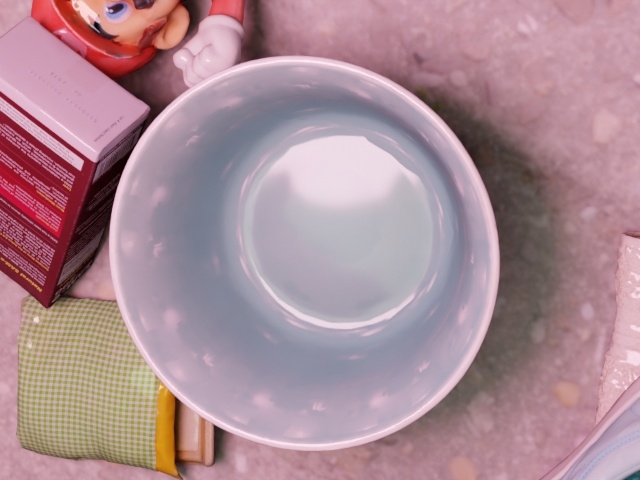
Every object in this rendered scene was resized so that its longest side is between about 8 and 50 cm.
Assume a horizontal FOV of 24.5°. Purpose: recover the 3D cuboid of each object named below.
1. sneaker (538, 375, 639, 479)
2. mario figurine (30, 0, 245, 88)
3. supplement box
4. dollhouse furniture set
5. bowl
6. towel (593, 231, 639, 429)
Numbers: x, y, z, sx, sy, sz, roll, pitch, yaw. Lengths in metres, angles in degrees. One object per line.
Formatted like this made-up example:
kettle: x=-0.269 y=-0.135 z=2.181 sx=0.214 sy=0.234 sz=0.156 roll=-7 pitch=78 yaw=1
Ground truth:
sneaker: x=0.213 y=0.256 z=1.184 sx=0.135 sy=0.150 sz=0.366 roll=29 pitch=118 yaw=7
mario figurine: x=-0.111 y=-0.252 z=1.186 sx=0.320 sy=0.170 sz=0.198 roll=-44 pitch=53 yaw=9
supplement box: x=-0.238 y=-0.059 z=1.242 sx=0.130 sy=0.073 sz=0.239 roll=38 pitch=141 yaw=5
dollhouse furniture set: x=-0.197 y=0.207 z=1.299 sx=0.197 sy=0.151 sz=0.302 roll=3 pitch=100 yaw=13
bowl: x=0.000 y=0.000 z=1.210 sx=0.311 sy=0.163 sz=0.312 roll=2 pitch=100 yaw=13
towel: x=0.371 y=0.104 z=1.195 sx=0.282 sy=0.049 sz=0.187 roll=9 pitch=101 yaw=13
